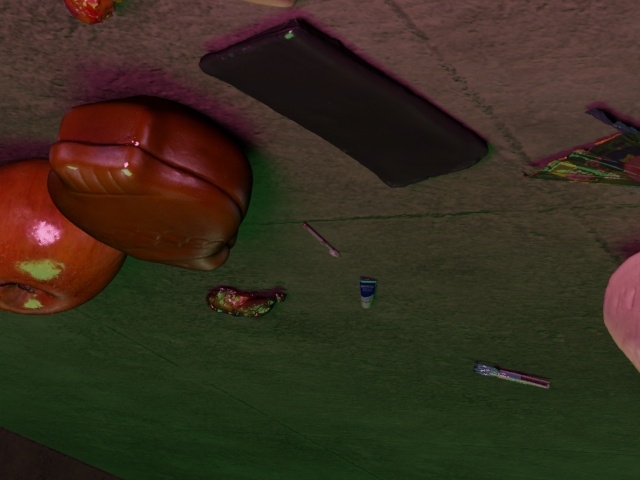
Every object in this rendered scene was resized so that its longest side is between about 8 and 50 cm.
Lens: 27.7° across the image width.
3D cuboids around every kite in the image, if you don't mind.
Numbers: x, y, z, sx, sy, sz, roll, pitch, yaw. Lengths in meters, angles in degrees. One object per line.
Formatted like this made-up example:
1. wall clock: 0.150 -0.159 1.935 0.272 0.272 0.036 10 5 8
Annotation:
1. kite: 0.347 -0.078 1.235 0.234 0.016 0.321 25 156 -28

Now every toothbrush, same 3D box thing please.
1. toothbrush: 0.000 0.000 1.643 0.008 0.006 0.097 4 158 30

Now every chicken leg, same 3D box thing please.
1. chicken leg: -0.107 0.089 1.904 0.145 0.037 0.062 3 144 28

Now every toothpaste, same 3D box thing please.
1. toothpaste: 0.064 0.070 1.780 0.024 0.015 0.083 4 154 1

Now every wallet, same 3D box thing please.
1. wallet: 0.028 -0.129 1.271 0.285 0.030 0.146 27 152 -36

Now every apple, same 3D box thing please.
1. apple: -0.346 0.000 1.606 0.210 0.173 0.235 22 156 -24

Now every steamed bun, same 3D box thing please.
1. steamed bun: 0.431 0.105 1.442 0.170 0.200 0.225 -42 133 15

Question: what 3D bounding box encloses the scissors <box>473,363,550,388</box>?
1. scissors: 0.294 0.209 2.002 0.119 0.014 0.058 13 164 6

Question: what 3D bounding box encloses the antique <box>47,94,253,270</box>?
1. antique: -0.179 -0.064 1.409 0.223 0.129 0.278 2 157 25

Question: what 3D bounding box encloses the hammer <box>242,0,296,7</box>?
1. hammer: -0.022 -0.238 1.026 0.060 0.028 0.195 12 158 -14

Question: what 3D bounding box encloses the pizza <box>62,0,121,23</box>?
1. pizza: -0.201 -0.232 1.098 0.201 0.053 0.193 7 158 14
